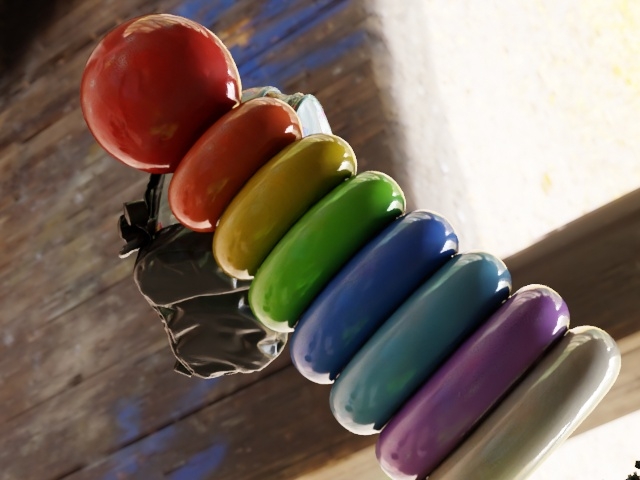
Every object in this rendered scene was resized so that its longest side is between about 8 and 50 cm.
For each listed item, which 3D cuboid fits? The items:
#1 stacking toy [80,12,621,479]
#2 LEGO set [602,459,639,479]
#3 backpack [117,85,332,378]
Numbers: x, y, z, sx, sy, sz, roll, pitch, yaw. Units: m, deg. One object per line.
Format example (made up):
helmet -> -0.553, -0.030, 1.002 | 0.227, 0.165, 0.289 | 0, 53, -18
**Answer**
stacking toy -> 0.000, 0.000, 0.714 | 0.330, 0.141, 0.141 | 44, 24, 10
LEGO set -> 0.145, 0.119, 0.590 | 0.023, 0.083, 0.054 | 59, -18, -2
backpack -> -0.053, -0.017, 0.862 | 0.152, 0.115, 0.182 | 80, 16, -49
